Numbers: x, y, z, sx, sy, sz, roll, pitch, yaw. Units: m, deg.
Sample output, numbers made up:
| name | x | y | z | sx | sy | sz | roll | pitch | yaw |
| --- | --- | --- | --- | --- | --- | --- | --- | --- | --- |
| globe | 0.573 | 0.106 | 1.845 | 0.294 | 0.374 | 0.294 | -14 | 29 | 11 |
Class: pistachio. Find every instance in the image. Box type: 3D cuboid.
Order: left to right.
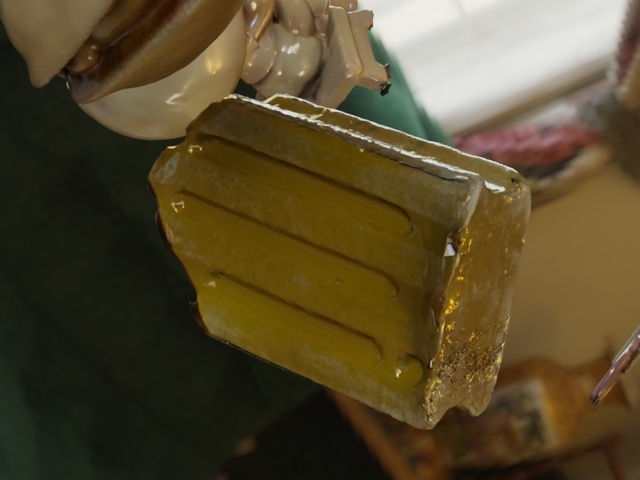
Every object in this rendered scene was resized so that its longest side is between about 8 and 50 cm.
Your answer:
| name | x | y | z | sx | sy | sz | roll | pitch | yaw |
| --- | --- | --- | --- | --- | --- | --- | --- | --- | --- |
| pistachio | -0.104 | -0.148 | 1.051 | 0.126 | 0.152 | 0.223 | 26 | -11 | -18 |

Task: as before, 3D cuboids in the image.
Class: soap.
| name | x | y | z | sx | sy | sz | roll | pitch | yaw |
| --- | --- | --- | --- | --- | --- | --- | --- | --- | --- |
| soap | 0.000 | 0.000 | 1.254 | 0.080 | 0.257 | 0.160 | -6 | 112 | -49 |

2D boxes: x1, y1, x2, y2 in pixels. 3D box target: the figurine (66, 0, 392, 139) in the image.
| name | x | y | z | sx | sy | sz | roll | pitch | yaw |
| --- | --- | --- | --- | --- | --- | --- | --- | --- | --- |
| figurine | -0.087 | -0.129 | 1.456 | 0.256 | 0.182 | 0.145 | -2 | 82 | -35 |

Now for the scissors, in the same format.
| name | x | y | z | sx | sy | sz | roll | pitch | yaw |
| --- | --- | --- | --- | --- | --- | --- | --- | --- | --- |
| scissors | 0.283 | 0.068 | 1.682 | 0.022 | 0.176 | 0.085 | 37 | 1 | 14 |
